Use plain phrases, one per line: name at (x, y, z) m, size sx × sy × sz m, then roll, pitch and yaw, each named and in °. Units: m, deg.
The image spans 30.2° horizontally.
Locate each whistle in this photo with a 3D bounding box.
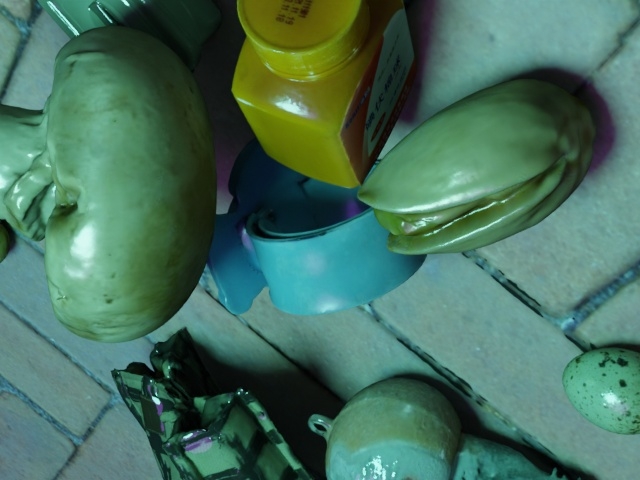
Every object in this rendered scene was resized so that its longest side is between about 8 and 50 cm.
whistle at (0.145, 0.273, 1.348) m, size 0.348 × 0.189 × 0.189 m, roll 18°, pitch 134°, yaw 6°

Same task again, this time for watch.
watch at (0.000, 0.000, 1.189) m, size 0.193 × 0.211 × 0.211 m, roll 11°, pitch 133°, yaw 50°

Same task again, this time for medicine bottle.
medicine bottle at (0.002, -0.155, 1.027) m, size 0.112 × 0.149 × 0.222 m, roll 22°, pitch 167°, yaw 16°

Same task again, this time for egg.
egg at (0.296, 0.150, 1.191) m, size 0.110 × 0.085 × 0.085 m, roll 10°, pitch 130°, yaw 31°

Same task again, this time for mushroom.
mushroom at (-0.242, -0.048, 1.081) m, size 0.290 × 0.292 × 0.292 m, roll 1°, pitch 136°, yaw -14°

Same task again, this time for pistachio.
pistachio at (0.142, -0.064, 1.060) m, size 0.215 × 0.144 × 0.144 m, roll -23°, pitch 113°, yaw 14°

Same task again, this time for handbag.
handbag at (-0.106, 0.296, 1.460) m, size 0.327 × 0.162 × 0.325 m, roll 60°, pitch 163°, yaw -21°

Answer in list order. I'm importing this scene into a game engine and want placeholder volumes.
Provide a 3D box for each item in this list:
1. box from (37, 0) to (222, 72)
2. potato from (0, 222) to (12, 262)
box at (-0.184, -0.234, 1.187) m, size 0.172 × 0.093 × 0.124 m, roll 49°, pitch 136°, yaw -11°
potato at (-0.476, -0.005, 1.590) m, size 0.138 × 0.070 × 0.091 m, roll 13°, pitch 136°, yaw 27°
